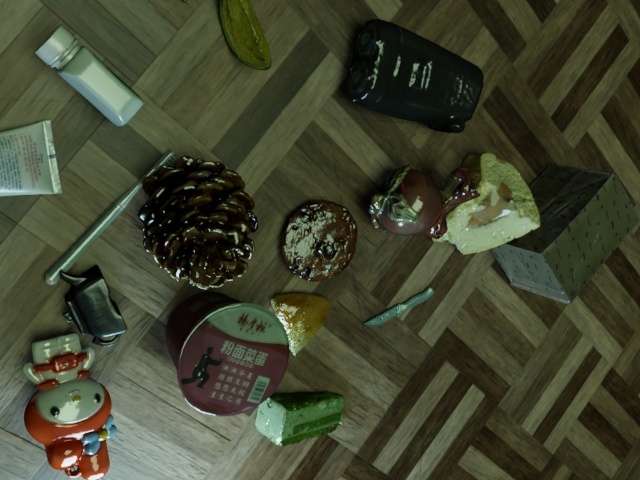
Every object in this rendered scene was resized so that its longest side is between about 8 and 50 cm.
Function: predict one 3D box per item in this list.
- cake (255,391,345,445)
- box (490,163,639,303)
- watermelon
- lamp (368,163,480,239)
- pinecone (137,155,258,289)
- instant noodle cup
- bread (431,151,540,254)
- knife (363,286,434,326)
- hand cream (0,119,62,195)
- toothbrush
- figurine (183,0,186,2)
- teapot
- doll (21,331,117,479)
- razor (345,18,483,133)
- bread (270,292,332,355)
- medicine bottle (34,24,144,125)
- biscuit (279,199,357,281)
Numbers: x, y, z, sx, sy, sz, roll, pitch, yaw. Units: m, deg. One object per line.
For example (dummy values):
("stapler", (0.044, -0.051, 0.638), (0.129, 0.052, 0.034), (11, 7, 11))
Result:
("cake", (-0.046, 0.404, 1.660), (0.235, 0.099, 0.100), (3, 101, -51))
("box", (0.611, -0.024, 1.808), (0.297, 0.225, 0.190), (-47, 118, -12))
("watermelon", (-0.136, -0.419, 1.363), (0.075, 0.092, 0.181), (-34, 109, -33))
("lamp", (0.222, -0.098, 1.607), (0.223, 0.151, 0.215), (-5, 144, -45))
("pinecone", (-0.224, -0.028, 1.329), (0.224, 0.272, 0.224), (-14, 140, -12))
("instant noodle cup", (-0.204, 0.213, 1.432), (0.235, 0.178, 0.234), (-8, 108, -28))
("bread", (0.396, -0.102, 1.753), (0.184, 0.224, 0.211), (29, 46, -26))
("knife", (0.196, 0.168, 1.745), (0.210, 0.015, 0.028), (-26, 121, -21))
("hand cream", (-0.572, -0.129, 1.204), (0.248, 0.083, 0.133), (-13, 110, -38))
("toothbrush", (-0.398, -0.047, 1.347), (0.342, 0.025, 0.030), (-47, 123, -12))
("figurine", (-0.255, -0.538, 1.270), (0.260, 0.103, 0.205), (-13, 145, -28))
("teapot", (-0.437, 0.127, 1.335), (0.096, 0.087, 0.177), (-26, 114, -17))
("doll", (-0.474, 0.322, 1.336), (0.161, 0.130, 0.290), (-13, 94, -40))
("razor", (0.209, -0.354, 1.561), (0.327, 0.107, 0.189), (13, 96, -32))
("bread", (-0.030, 0.171, 1.597), (0.136, 0.054, 0.154), (-27, 117, -24))
("medicine bottle", (-0.400, -0.284, 1.227), (0.183, 0.119, 0.069), (42, 84, -29))
("biscuit", (0.000, 0.000, 1.570), (0.192, 0.049, 0.192), (-6, 101, -29))
